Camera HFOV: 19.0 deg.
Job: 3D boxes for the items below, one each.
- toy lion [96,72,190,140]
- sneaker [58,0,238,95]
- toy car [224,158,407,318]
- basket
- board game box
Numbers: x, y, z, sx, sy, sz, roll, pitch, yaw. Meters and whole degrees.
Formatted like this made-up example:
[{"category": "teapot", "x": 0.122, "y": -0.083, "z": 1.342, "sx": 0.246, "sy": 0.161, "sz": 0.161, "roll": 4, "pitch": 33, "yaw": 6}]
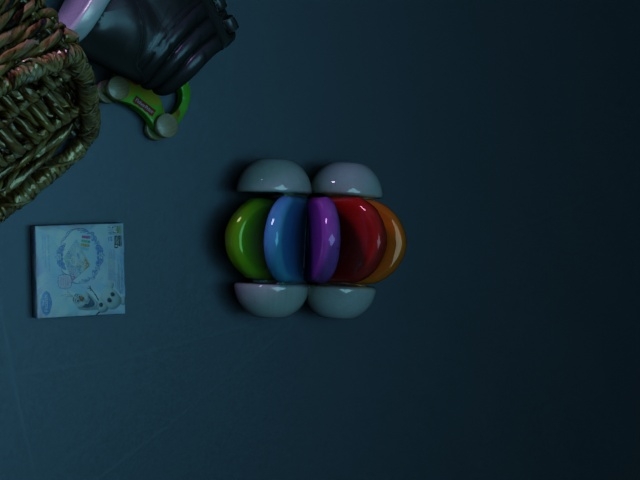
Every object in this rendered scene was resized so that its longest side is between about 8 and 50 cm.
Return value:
[{"category": "toy lion", "x": -0.168, "y": -0.162, "z": 1.881, "sx": 0.100, "sy": 0.034, "sz": 0.096, "roll": 38, "pitch": 69, "yaw": -22}, {"category": "sneaker", "x": -0.130, "y": -0.269, "z": 1.850, "sx": 0.147, "sy": 0.104, "sz": 0.296, "roll": 38, "pitch": 70, "yaw": -26}, {"category": "toy car", "x": 0.000, "y": 0.000, "z": 1.904, "sx": 0.182, "sy": 0.136, "sz": 0.159, "roll": 2, "pitch": 91, "yaw": -25}, {"category": "basket", "x": -0.337, "y": -0.086, "z": 1.701, "sx": 0.299, "sy": 0.213, "sz": 0.223, "roll": -40, "pitch": 107, "yaw": -18}, {"category": "board game box", "x": -0.235, "y": 0.029, "z": 1.859, "sx": 0.090, "sy": 0.020, "sz": 0.090, "roll": -2, "pitch": 93, "yaw": -25}]
